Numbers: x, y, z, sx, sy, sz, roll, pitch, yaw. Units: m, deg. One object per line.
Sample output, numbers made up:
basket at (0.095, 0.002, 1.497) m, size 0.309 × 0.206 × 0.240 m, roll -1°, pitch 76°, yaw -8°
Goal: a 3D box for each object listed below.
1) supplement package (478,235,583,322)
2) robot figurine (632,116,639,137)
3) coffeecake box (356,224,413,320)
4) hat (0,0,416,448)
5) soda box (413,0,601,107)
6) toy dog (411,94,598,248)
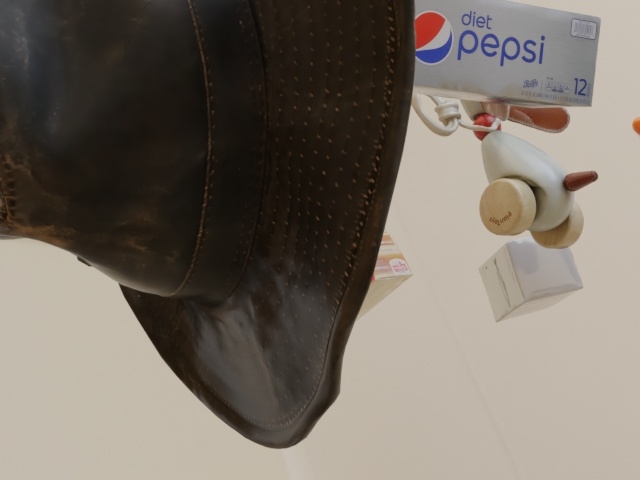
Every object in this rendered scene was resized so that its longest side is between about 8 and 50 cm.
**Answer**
supplement package at (0.346, 0.061, 1.598) m, size 0.179 × 0.105 × 0.105 m, roll 109°, pitch -33°, yaw -73°
robot figurine at (0.553, -0.123, 1.366) m, size 0.219 × 0.158 × 0.128 m, roll 40°, pitch -27°, yaw 26°
coffeecake box at (0.000, 0.000, 1.083) m, size 0.142 × 0.068 × 0.186 m, roll -43°, pitch -116°, yaw 37°
hat at (-0.101, -0.062, 0.430) m, size 0.331 × 0.133 × 0.332 m, roll 10°, pitch -78°, yaw 59°
soda box at (0.122, -0.184, 0.911) m, size 0.098 × 0.286 × 0.091 m, roll -164°, pitch -102°, yaw -64°
toy dog at (0.303, -0.148, 1.415) m, size 0.161 × 0.220 × 0.334 m, roll -37°, pitch -101°, yaw 39°
